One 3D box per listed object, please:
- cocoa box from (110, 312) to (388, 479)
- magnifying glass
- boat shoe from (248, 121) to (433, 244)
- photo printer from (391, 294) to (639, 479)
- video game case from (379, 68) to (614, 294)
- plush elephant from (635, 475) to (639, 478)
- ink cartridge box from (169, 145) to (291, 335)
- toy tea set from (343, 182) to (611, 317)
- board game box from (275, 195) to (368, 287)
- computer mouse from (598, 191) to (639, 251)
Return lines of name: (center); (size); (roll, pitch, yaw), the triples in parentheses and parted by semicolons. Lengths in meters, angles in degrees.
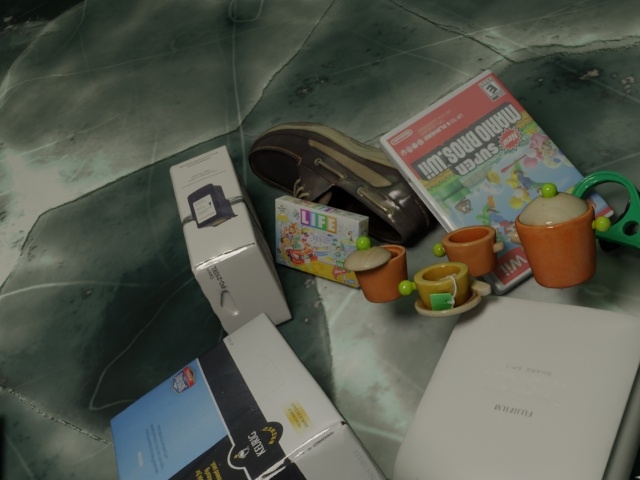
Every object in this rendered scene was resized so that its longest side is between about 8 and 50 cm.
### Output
cocoa box: (-0.058, 0.268, 1.032); (0.228, 0.231, 0.347); (-35, 19, -5)
magnifying glass: (0.415, -0.008, 1.295); (0.092, 0.026, 0.231); (-45, 48, 9)
boat shoe: (0.016, -0.086, 1.517); (0.355, 0.132, 0.130); (15, 55, 35)
photo printer: (0.236, 0.213, 1.138); (0.256, 0.107, 0.308); (7, 51, 33)
video game case: (0.246, -0.089, 1.406); (0.204, 0.025, 0.285); (-33, 72, -11)
plush elephant: (0.448, 0.228, 0.913); (0.330, 0.272, 0.255); (-32, 1, 13)
ink cartridge box: (-0.134, 0.004, 1.460); (0.100, 0.172, 0.237); (-22, 43, 1)
toy tea set: (0.194, -0.002, 1.251); (0.336, 0.124, 0.200); (-15, 17, 0)
board game box: (0.000, 0.000, 1.459); (0.154, 0.104, 0.026); (16, 25, 35)
computer mouse: (0.464, 0.004, 1.302); (0.106, 0.042, 0.193); (-40, 45, -18)
